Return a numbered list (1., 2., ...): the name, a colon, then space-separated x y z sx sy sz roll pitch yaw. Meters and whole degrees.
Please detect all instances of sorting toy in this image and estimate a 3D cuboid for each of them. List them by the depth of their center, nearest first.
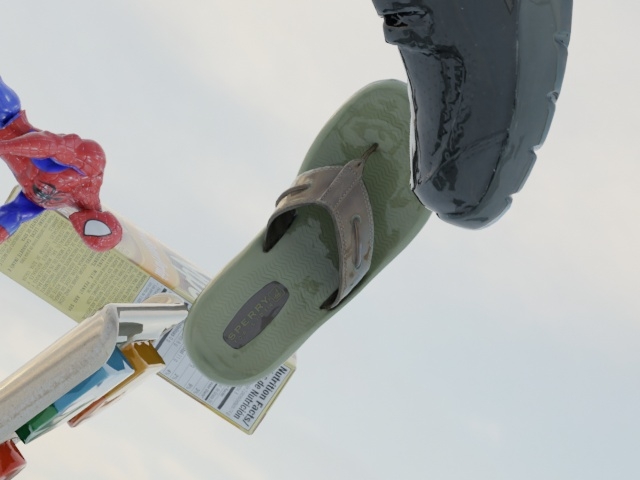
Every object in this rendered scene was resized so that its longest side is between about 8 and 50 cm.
1. sorting toy: -0.155 0.096 0.867 0.038 0.193 0.208 53 4 1

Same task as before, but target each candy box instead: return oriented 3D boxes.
1. candy box: -0.174 0.054 1.710 0.316 0.087 0.183 33 7 -5

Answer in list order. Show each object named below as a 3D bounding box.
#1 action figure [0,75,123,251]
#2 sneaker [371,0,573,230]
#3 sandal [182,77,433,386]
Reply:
1. action figure: -0.257 -0.078 1.213 0.280 0.139 0.091 45 -45 -9
2. sneaker: 0.051 -0.168 0.818 0.139 0.341 0.125 1 23 -1
3. sandal: 0.000 0.002 1.448 0.120 0.303 0.086 37 2 4
